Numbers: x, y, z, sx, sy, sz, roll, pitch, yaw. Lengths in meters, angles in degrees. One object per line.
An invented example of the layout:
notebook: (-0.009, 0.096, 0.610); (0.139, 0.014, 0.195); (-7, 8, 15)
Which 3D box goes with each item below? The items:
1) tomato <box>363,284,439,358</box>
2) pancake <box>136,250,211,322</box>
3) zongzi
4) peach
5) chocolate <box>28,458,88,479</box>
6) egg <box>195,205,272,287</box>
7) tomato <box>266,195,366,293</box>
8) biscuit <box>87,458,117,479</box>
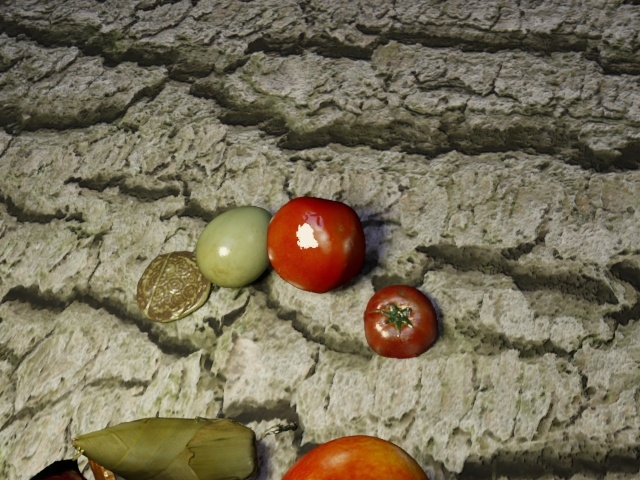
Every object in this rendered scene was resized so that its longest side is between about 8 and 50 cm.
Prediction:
tomato: (0.222, 0.220, 1.802); (0.225, 0.085, 0.224); (-3, 59, 5)
pancake: (-0.452, 0.139, 2.000); (0.250, 0.031, 0.249); (-5, 57, 8)
zongzi: (-0.304, 0.500, 1.543); (0.448, 0.418, 0.181); (-6, 68, 10)
peach: (0.059, 0.618, 1.397); (0.389, 0.388, 0.388); (-5, 58, 7)
chocolate: (-0.593, 0.748, 1.485); (0.331, 0.383, 0.383); (32, 68, 10)
egg: (-0.244, 0.011, 1.938); (0.219, 0.218, 0.295); (19, 48, 20)
tomato: (0.000, 0.000, 1.856); (0.299, 0.226, 0.298); (11, 64, -24)
biscuit: (-0.559, 0.603, 1.661); (0.043, 0.183, 0.280); (-9, 19, -29)
